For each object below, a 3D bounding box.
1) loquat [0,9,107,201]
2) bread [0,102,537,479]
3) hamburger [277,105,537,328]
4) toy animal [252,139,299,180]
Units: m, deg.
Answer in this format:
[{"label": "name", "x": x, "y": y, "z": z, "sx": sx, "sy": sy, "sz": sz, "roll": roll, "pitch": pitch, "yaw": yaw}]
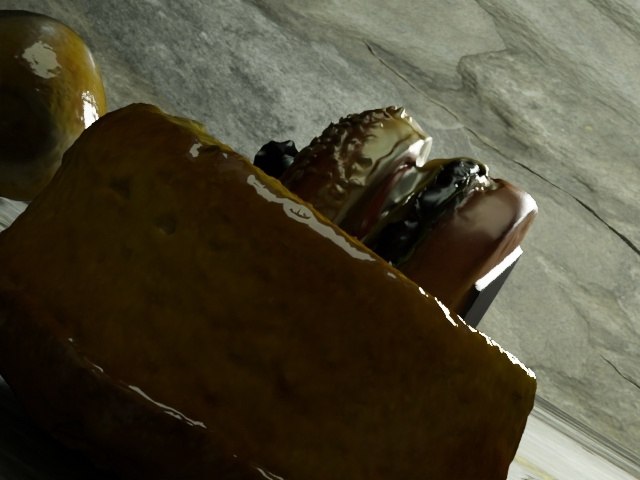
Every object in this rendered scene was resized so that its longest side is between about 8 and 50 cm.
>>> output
[{"label": "loquat", "x": -0.294, "y": -0.133, "z": 1.618, "sx": 0.179, "sy": 0.179, "sz": 0.227, "roll": 30, "pitch": 12, "yaw": -16}, {"label": "bread", "x": -0.034, "y": 0.058, "z": 0.845, "sx": 0.312, "sy": 0.172, "sz": 0.312, "roll": 32, "pitch": 0, "yaw": 0}, {"label": "hamburger", "x": 0.044, "y": 0.020, "z": 1.530, "sx": 0.225, "sy": 0.291, "sz": 0.291, "roll": 37, "pitch": 3, "yaw": 9}, {"label": "toy animal", "x": 0.000, "y": 0.009, "z": 2.153, "sx": 0.212, "sy": 0.213, "sz": 0.266, "roll": 29, "pitch": 7, "yaw": -36}]
